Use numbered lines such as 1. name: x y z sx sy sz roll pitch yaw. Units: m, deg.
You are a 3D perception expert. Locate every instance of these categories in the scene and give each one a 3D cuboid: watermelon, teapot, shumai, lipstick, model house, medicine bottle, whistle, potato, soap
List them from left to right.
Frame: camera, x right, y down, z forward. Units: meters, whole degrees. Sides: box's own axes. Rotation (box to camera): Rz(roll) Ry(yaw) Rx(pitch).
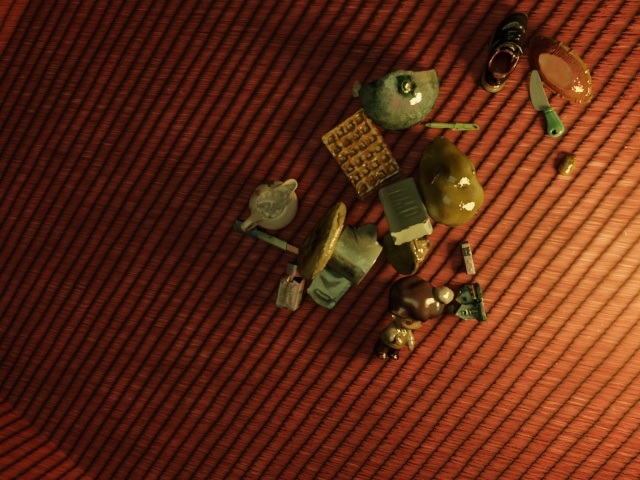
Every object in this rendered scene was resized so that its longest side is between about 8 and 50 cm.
1. lipstick: -0.223 -0.011 1.729 0.312 0.051 0.051 23 95 8
2. teapot: -0.204 -0.138 1.668 0.204 0.139 0.298 44 95 2
3. medicine bottle: -0.118 0.187 1.684 0.095 0.119 0.187 13 96 10
4. whistle: 0.095 0.099 1.635 0.168 0.188 0.404 35 132 2
5. soap: 0.315 -0.112 1.518 0.150 0.261 0.094 -22 134 15
6. watermelon: 0.321 -0.526 1.506 0.322 0.175 0.188 -18 94 0
7. shumai: 0.346 0.030 1.588 0.120 0.201 0.201 -16 90 -29
8. potato: 0.474 -0.222 1.512 0.218 0.202 0.350 -15 80 5
9. model house: 0.556 0.246 1.568 0.149 0.119 0.148 -13 91 19
10. potato: 0.918 -0.282 1.499 0.051 0.040 0.083 25 96 14

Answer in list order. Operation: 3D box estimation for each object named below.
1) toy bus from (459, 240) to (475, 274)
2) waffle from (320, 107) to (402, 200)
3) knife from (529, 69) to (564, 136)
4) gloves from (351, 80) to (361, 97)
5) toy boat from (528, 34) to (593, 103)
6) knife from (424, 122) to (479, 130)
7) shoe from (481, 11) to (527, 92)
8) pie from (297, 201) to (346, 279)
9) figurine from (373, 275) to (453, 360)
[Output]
1. toy bus: 0.574 0.068 1.579 0.037 0.052 0.130 -11 91 14
2. waffle: 0.167 -0.338 1.617 0.213 0.091 0.307 -33 86 11
3. knife: 0.828 -0.504 1.502 0.035 0.063 0.260 -21 87 -32
4. gloves: 0.148 -0.607 1.634 0.044 0.037 0.080 -12 85 -24
5. toy boat: 0.868 -0.619 1.465 0.318 0.099 0.141 52 142 4
6. knife: 0.514 -0.446 1.581 0.207 0.014 0.030 5 92 10
7. shoe: 0.673 -0.697 1.473 0.114 0.137 0.290 18 95 9
8. pie: 0.000 0.000 1.545 0.075 0.337 0.337 28 98 -12
9. figurine: 0.331 0.311 1.556 0.218 0.206 0.364 15 98 -16
